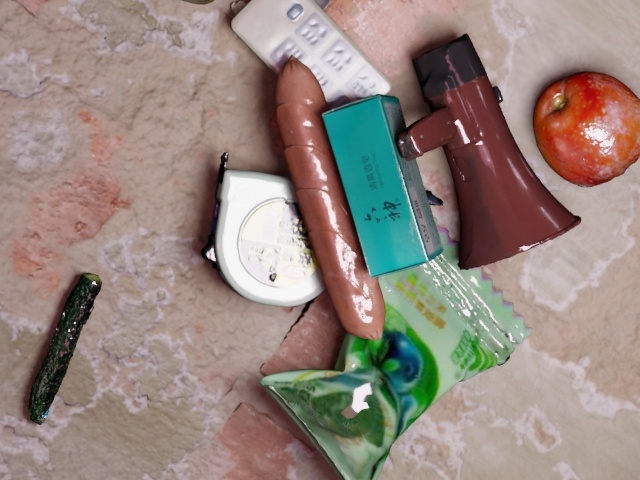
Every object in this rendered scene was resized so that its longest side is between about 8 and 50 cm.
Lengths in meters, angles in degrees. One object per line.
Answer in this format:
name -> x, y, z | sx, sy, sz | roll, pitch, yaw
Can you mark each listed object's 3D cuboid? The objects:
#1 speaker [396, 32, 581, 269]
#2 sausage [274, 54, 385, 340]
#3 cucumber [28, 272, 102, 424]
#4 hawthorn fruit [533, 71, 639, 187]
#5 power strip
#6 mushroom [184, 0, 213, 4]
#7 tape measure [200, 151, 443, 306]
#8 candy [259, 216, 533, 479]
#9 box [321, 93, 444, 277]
speaker -> 0.203, -0.114, 1.821 | 0.259, 0.198, 0.329 | -32, 98, -27
sausage -> 0.009, -0.058, 1.792 | 0.088, 0.088, 0.433 | -16, 92, -1
cucumber -> -0.399, 0.168, 1.908 | 0.044, 0.043, 0.257 | 23, 99, -3
hawthorn fruit -> 0.402, -0.170, 1.848 | 0.173, 0.173, 0.173 | -1, 100, -4
power strip -> -0.015, -0.278, 1.855 | 0.118, 0.046, 0.270 | -44, 100, 4
mushroom -> -0.174, -0.487, 1.748 | 0.189, 0.164, 0.267 | 12, 136, 17
tape measure -> 0.000, 0.000, 1.881 | 0.351, 0.098, 0.215 | 9, 91, -11
candy -> 0.120, 0.182, 1.895 | 0.398, 0.172, 0.263 | -44, 105, -9
box -> 0.092, -0.079, 1.772 | 0.092, 0.153, 0.245 | -17, 90, 15
